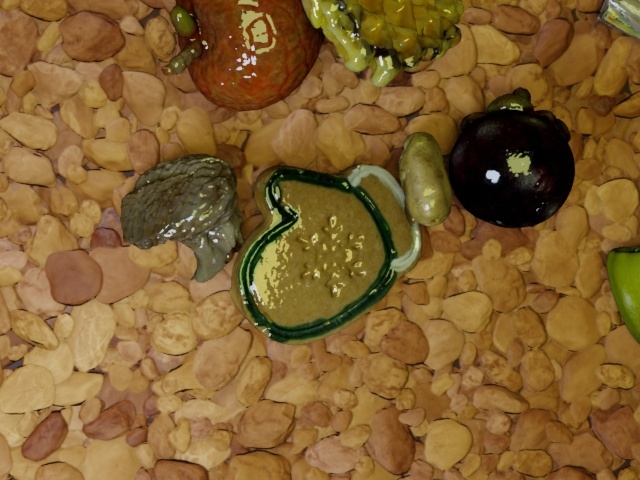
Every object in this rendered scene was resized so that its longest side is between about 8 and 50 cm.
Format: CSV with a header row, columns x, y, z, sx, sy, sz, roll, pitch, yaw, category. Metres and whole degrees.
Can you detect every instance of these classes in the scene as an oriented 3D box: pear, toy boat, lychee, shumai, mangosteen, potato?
x,y,z,sx,sy,sz,roll,pitch,yaw,category
0.648,0.110,1.982,0.292,0.159,0.292,-1,98,-10,pear
0.565,-0.367,1.975,0.210,0.066,0.084,28,91,-11,toy boat
-0.122,-0.323,1.780,0.300,0.255,0.255,-17,97,-23,lychee
-0.204,-0.032,1.851,0.206,0.166,0.175,-13,139,22,shumai
0.313,-0.145,1.896,0.211,0.211,0.250,13,66,-10,mangosteen
0.169,-0.101,1.893,0.080,0.107,0.170,-19,61,11,potato

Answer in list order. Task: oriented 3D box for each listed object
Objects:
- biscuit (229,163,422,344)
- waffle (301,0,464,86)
x,y,z,sx,sy,sz,roll,pitch,yaw,category
0.001,0.000,1.873,0.343,0.057,0.287,-34,105,-19,biscuit
0.070,-0.433,1.787,0.382,0.095,0.379,57,42,-6,waffle
